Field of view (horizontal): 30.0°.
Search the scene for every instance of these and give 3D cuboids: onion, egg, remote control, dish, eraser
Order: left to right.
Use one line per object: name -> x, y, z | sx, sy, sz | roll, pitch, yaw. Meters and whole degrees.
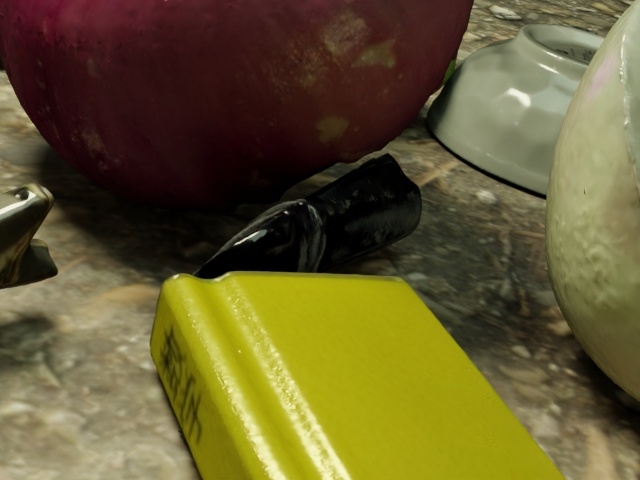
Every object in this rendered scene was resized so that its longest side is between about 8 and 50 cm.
onion -> -0.081, -0.207, 0.861 | 0.345, 0.358, 0.358 | 46, 17, -20
remote control -> 0.000, 0.000, 0.808 | 0.066, 0.090, 0.266 | 50, 28, 5
eraser -> 0.011, 0.095, 0.627 | 0.158, 0.069, 0.226 | 1, 27, -23
dish -> 0.253, -0.140, 1.205 | 0.303, 0.120, 0.303 | 12, 26, -6
egg -> 0.262, 0.001, 0.799 | 0.337, 0.201, 0.337 | 13, 63, -27

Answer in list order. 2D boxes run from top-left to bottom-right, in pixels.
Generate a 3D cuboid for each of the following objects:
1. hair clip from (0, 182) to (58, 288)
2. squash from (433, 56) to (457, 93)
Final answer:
hair clip -> -0.257, 0.032, 0.605 | 0.292, 0.084, 0.106 | -14, 42, -39
squash -> -0.028, -0.173, 1.120 | 0.370, 0.118, 0.118 | -9, 33, -31
